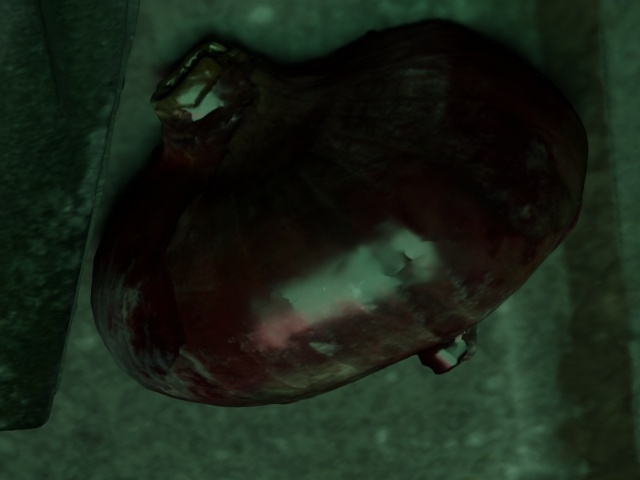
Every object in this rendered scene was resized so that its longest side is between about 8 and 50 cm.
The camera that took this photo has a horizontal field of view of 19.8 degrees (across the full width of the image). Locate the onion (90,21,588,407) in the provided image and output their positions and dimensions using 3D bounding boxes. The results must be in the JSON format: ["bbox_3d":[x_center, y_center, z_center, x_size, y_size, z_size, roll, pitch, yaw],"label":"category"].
[{"bbox_3d":[0.000,0.000,0.696,0.206,0.098,0.151,-31,126,18],"label":"onion"}]

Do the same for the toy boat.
[{"bbox_3d":[-0.137,-0.066,0.641,0.141,0.092,0.319,10,119,-12],"label":"toy boat"}]
